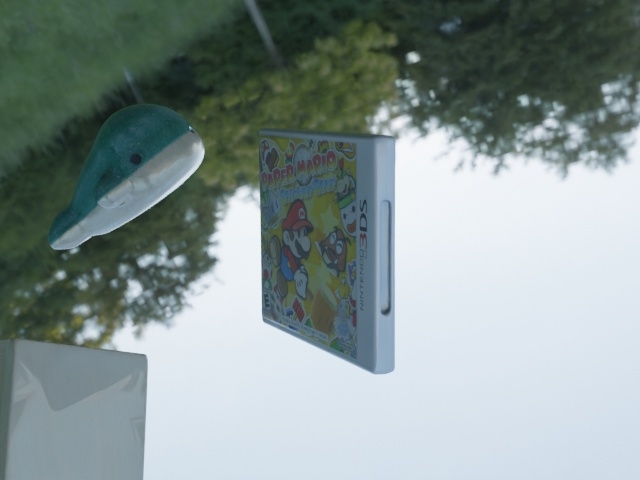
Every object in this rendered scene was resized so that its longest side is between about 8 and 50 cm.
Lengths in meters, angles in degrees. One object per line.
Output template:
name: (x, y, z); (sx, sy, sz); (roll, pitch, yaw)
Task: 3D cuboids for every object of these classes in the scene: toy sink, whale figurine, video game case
toy sink: (-0.267, 0.222, 0.911); (0.131, 0.234, 0.153); (-14, 161, 41)
whale figurine: (-0.307, -0.099, 1.428); (0.272, 0.141, 0.216); (-35, -173, 12)
video game case: (0.000, 0.000, 0.902); (0.026, 0.206, 0.227); (-5, -170, -28)
